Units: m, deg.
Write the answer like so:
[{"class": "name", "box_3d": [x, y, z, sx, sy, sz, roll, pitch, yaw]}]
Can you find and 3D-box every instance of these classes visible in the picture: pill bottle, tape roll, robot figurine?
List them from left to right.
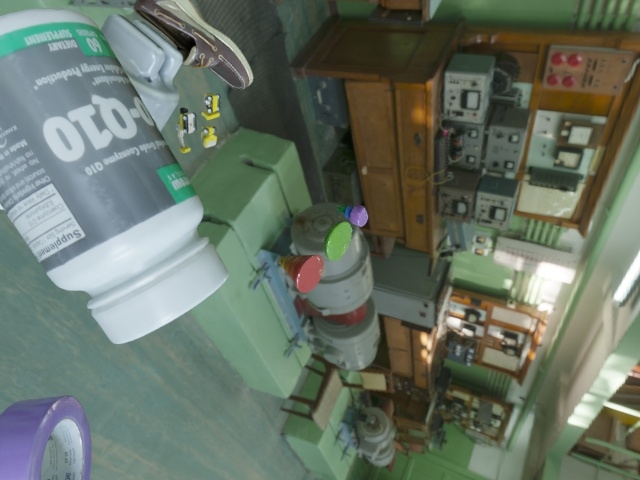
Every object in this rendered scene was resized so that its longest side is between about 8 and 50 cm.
[{"class": "tape roll", "box_3d": [-0.545, 0.449, 0.905, 0.275, 0.090, 0.274, 176, -90, -83]}, {"class": "pill bottle", "box_3d": [-0.279, -0.068, 0.581, 0.360, 0.204, 0.204, 62, 38, -12]}, {"class": "robot figurine", "box_3d": [-0.410, -0.243, 0.887, 0.353, 0.200, 0.300, -49, -179, 20]}]

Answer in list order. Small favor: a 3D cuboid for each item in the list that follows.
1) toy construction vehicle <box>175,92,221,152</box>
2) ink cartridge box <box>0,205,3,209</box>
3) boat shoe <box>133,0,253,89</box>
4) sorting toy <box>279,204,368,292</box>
[{"class": "toy construction vehicle", "box_3d": [-0.221, -0.213, 0.838, 0.086, 0.035, 0.098, -39, 148, -45]}, {"class": "ink cartridge box", "box_3d": [-0.991, -0.233, 1.588, 0.201, 0.278, 0.117, 8, 136, -47]}, {"class": "boat shoe", "box_3d": [-0.320, -0.493, 1.189, 0.342, 0.123, 0.123, 41, 64, -42]}, {"class": "sorting toy", "box_3d": [0.000, 0.000, 1.438, 0.365, 0.126, 0.127, -47, 143, -30]}]
